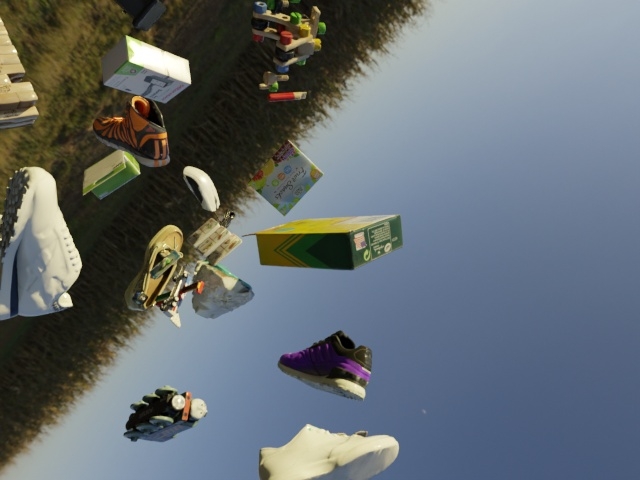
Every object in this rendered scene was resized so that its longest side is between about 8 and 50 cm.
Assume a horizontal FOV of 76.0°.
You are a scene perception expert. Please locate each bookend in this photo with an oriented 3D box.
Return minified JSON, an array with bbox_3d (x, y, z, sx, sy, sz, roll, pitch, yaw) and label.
[{"bbox_3d":[-0.410,-0.521,0.841,0.072,0.156,0.157,-45,-153,8],"label":"bookend"}]

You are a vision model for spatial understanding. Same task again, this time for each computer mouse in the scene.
[{"bbox_3d":[-0.292,-0.114,1.084,0.042,0.193,0.106,-21,-158,22],"label":"computer mouse"}]

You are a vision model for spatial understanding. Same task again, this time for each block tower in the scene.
[{"bbox_3d":[-0.617,-0.370,0.716,0.091,0.335,0.097,-12,-167,44],"label":"block tower"}]

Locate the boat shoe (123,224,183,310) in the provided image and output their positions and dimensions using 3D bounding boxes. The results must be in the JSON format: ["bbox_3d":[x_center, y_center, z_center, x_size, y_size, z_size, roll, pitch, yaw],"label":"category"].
[{"bbox_3d":[-0.488,0.084,1.256,0.089,0.104,0.285,3,-116,33],"label":"boat shoe"}]

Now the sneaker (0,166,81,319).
[{"bbox_3d":[-0.378,0.007,0.559,0.090,0.095,0.235,53,-54,39],"label":"sneaker"}]

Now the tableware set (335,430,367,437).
[{"bbox_3d":[0.067,0.647,1.271,0.141,0.169,0.020,-64,-147,14],"label":"tableware set"}]

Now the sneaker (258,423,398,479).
[{"bbox_3d":[0.011,0.315,0.616,0.094,0.212,0.080,-126,-145,-56],"label":"sneaker"}]

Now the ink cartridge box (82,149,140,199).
[{"bbox_3d":[-0.800,-0.239,1.571,0.189,0.097,0.255,-34,-141,-5],"label":"ink cartridge box"}]

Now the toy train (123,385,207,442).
[{"bbox_3d":[-0.554,0.628,1.464,0.334,0.190,0.142,-34,-138,29],"label":"toy train"}]

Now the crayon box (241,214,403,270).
[{"bbox_3d":[0.000,0.000,0.939,0.319,0.081,0.202,1,-167,41],"label":"crayon box"}]

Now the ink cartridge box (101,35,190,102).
[{"bbox_3d":[-0.696,-0.677,1.651,0.198,0.114,0.273,-15,170,36],"label":"ink cartridge box"}]

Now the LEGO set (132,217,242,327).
[{"bbox_3d":[-0.282,0.069,0.874,0.244,0.060,0.182,-44,-143,-14],"label":"LEGO set"}]

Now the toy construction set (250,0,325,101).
[{"bbox_3d":[-0.073,-0.617,1.322,0.237,0.308,0.257,-13,-150,-28],"label":"toy construction set"}]

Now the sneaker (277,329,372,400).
[{"bbox_3d":[0.018,0.293,1.018,0.293,0.102,0.146,-4,-125,47],"label":"sneaker"}]

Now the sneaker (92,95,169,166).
[{"bbox_3d":[-0.588,-0.370,1.281,0.124,0.321,0.180,-38,149,-52],"label":"sneaker"}]

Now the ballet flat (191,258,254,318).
[{"bbox_3d":[-0.264,0.130,1.031,0.147,0.147,0.409,-52,-166,-11],"label":"ballet flat"}]

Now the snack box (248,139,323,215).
[{"bbox_3d":[-0.121,-0.219,1.445,0.207,0.174,0.070,-46,-167,6],"label":"snack box"}]

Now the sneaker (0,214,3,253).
[{"bbox_3d":[-0.783,-0.010,0.941,0.118,0.292,0.110,105,-10,-56],"label":"sneaker"}]
